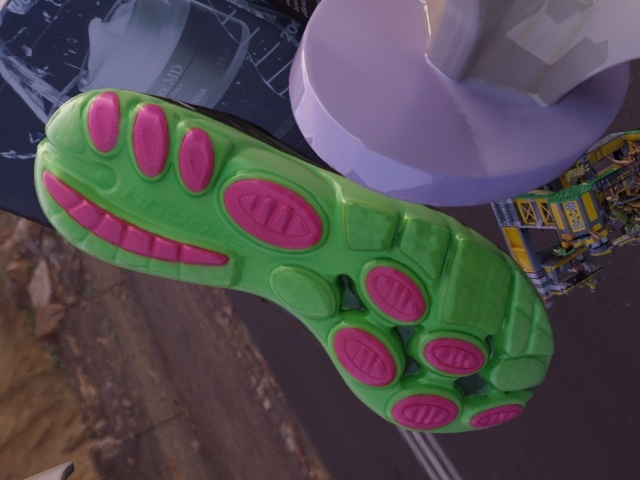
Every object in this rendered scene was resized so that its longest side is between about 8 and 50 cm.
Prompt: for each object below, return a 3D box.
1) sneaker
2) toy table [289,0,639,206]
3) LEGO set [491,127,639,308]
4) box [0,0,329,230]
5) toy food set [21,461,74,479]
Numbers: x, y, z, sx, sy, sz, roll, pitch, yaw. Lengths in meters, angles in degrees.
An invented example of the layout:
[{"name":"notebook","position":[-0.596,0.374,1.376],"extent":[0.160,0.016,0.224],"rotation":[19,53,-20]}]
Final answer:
[{"name":"sneaker","position":[0.000,0.000,0.761],"extent":[0.482,0.185,0.202],"rotation":[32,-164,-10]},{"name":"toy table","position":[0.118,-0.146,0.483],"extent":[0.252,0.274,0.161],"rotation":[37,137,6]},{"name":"LEGO set","position":[0.416,-0.024,1.224],"extent":[0.255,0.331,0.192],"rotation":[-4,113,60]},{"name":"box","position":[-0.226,-0.240,1.173],"extent":[0.480,0.471,0.297],"rotation":[-40,41,31]},{"name":"toy food set","position":[-0.262,0.366,0.707],"extent":[0.092,0.219,0.306],"rotation":[57,-168,-75]}]
